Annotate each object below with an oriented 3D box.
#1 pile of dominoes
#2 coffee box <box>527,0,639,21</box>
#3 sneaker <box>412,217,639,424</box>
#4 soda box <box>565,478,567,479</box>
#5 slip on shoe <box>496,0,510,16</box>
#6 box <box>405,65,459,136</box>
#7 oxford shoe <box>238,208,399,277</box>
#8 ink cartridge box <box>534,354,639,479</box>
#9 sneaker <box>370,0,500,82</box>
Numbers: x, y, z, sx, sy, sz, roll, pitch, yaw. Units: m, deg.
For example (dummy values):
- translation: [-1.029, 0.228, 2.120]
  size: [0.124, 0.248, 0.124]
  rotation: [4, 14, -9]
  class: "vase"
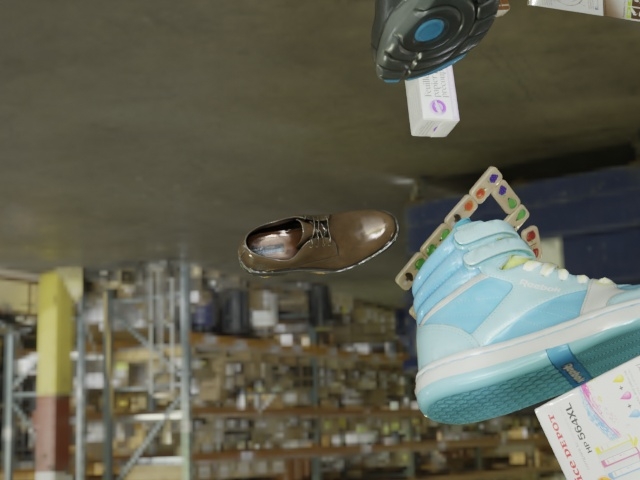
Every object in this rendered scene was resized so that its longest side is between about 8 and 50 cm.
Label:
- translation: [0.244, 0.042, 1.718]
  size: [0.196, 0.251, 0.040]
  rotation: [46, 171, -32]
  class: "pile of dominoes"
- translation: [0.492, -0.467, 1.926]
  size: [0.246, 0.141, 0.098]
  rotation: [13, 147, 20]
  class: "coffee box"
- translation: [0.232, 0.045, 1.130]
  size: [0.319, 0.208, 0.127]
  rotation: [-18, 145, 13]
  class: "sneaker"
- translation: [0.329, 0.300, 1.322]
  size: [0.071, 0.210, 0.067]
  rotation: [22, -177, 34]
  class: "soda box"
- translation: [0.267, -0.400, 1.915]
  size: [0.135, 0.051, 0.041]
  rotation: [-11, 163, -45]
  class: "slip on shoe"
- translation: [0.171, -0.329, 1.856]
  size: [0.063, 0.324, 0.067]
  rotation: [0, 159, -14]
  class: "box"
- translation: [0.000, 0.000, 1.535]
  size: [0.227, 0.083, 0.096]
  rotation: [-13, 164, -6]
  class: "oxford shoe"
- translation: [0.234, 0.135, 0.802]
  size: [0.090, 0.092, 0.143]
  rotation: [-9, 159, -39]
  class: "ink cartridge box"
- translation: [0.117, -0.301, 1.154]
  size: [0.125, 0.139, 0.341]
  rotation: [-14, 151, -21]
  class: "sneaker"
